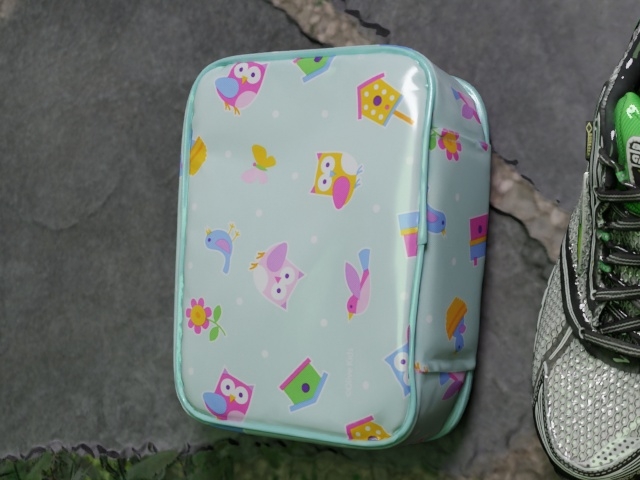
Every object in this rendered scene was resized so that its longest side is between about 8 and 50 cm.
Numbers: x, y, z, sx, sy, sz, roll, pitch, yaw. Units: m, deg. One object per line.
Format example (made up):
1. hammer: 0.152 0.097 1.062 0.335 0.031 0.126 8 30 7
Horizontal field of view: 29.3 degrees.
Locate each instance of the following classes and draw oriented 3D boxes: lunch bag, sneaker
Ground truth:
1. lunch bag: 0.000 0.000 0.862 0.224 0.108 0.279 1 85 34
2. sneaker: 0.194 -0.016 0.727 0.134 0.146 0.343 16 94 31
